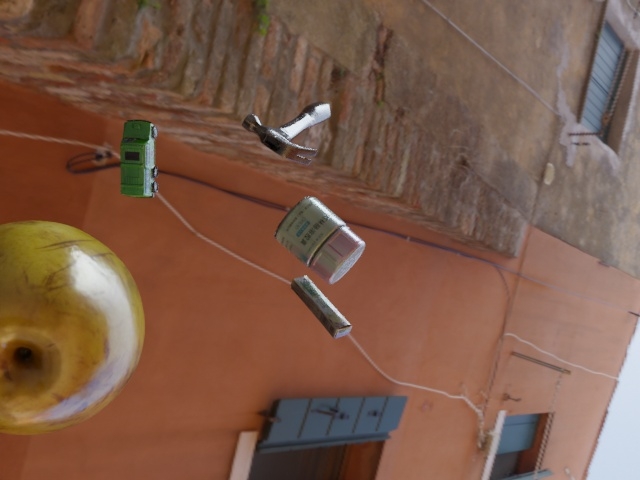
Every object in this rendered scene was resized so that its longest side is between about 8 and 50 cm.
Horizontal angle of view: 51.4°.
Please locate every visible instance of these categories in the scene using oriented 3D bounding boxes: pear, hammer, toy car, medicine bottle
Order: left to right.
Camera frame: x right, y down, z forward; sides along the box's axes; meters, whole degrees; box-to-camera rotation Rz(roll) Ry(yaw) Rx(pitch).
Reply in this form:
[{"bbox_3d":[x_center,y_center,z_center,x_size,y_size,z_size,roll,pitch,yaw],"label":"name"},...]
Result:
[{"bbox_3d":[-0.355,0.108,0.826,0.280,0.280,0.281,-10,-106,38],"label":"pear"},{"bbox_3d":[-0.383,-0.169,1.392,0.071,0.062,0.165,4,-80,7],"label":"toy car"},{"bbox_3d":[-0.036,-0.229,1.330,0.137,0.290,0.037,38,-59,3],"label":"hammer"},{"bbox_3d":[0.000,0.000,1.476,0.168,0.135,0.135,42,-71,12],"label":"medicine bottle"}]

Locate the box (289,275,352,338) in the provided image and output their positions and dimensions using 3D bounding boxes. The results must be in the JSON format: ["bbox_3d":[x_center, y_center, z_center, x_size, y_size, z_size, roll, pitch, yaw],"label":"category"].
[{"bbox_3d":[-0.001,0.169,1.719,0.207,0.049,0.041,46,-47,35],"label":"box"}]
